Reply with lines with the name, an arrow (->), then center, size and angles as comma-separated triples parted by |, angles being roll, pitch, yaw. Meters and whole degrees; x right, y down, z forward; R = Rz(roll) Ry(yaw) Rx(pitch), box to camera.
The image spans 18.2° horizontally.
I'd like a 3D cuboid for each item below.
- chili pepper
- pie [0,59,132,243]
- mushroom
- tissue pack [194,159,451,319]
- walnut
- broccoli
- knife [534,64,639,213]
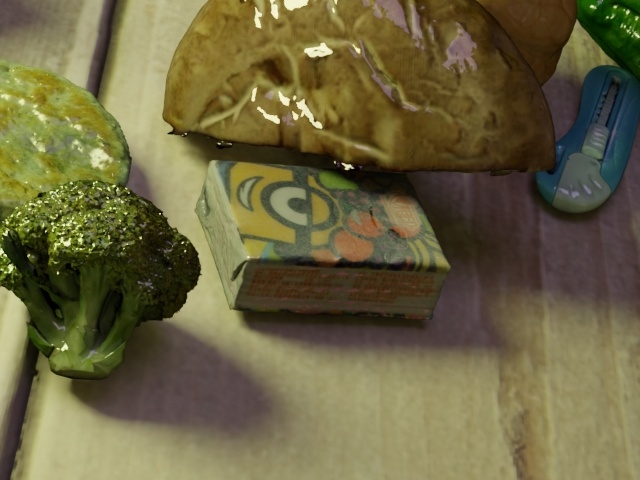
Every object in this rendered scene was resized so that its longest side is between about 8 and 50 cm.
chili pepper -> 0.309, -0.149, 1.631 | 0.257, 0.100, 0.074 | 32, 19, 19
pie -> -0.219, -0.062, 1.333 | 0.187, 0.041, 0.187 | 12, 37, -9
mushroom -> 0.029, -0.130, 1.392 | 0.285, 0.151, 0.156 | 9, 11, 14
tissue pack -> 0.000, 0.000, 1.332 | 0.148, 0.060, 0.109 | 3, 39, -22
walnut -> 0.101, -0.173, 1.518 | 0.206, 0.159, 0.159 | 3, 38, -36
broccoli -> -0.137, 0.023, 1.204 | 0.130, 0.131, 0.120 | 8, 78, -18
knife -> 0.214, -0.084, 1.561 | 0.064, 0.031, 0.222 | 19, 35, 8
